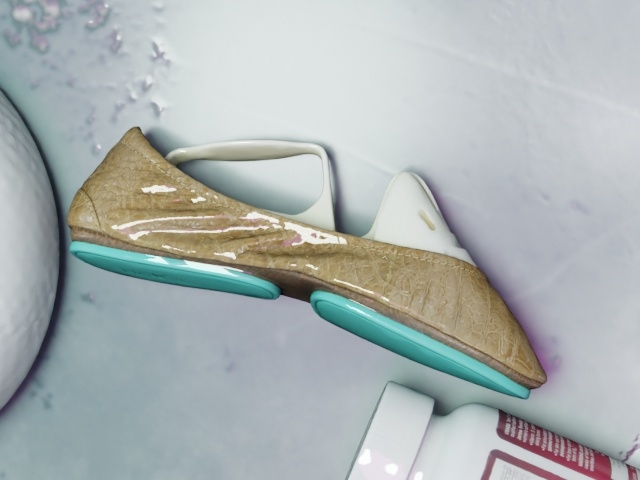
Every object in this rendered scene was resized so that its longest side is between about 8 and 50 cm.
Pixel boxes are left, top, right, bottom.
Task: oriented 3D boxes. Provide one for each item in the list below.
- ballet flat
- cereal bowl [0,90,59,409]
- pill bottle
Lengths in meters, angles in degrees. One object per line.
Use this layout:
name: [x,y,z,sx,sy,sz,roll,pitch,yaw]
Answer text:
ballet flat: [0.000,0.000,0.803,0.342,0.116,0.124,17,79,8]
cereal bowl: [-0.357,0.006,0.801,0.338,0.141,0.339,0,91,7]
pill bottle: [0.128,0.182,0.789,0.221,0.121,0.121,23,98,4]
